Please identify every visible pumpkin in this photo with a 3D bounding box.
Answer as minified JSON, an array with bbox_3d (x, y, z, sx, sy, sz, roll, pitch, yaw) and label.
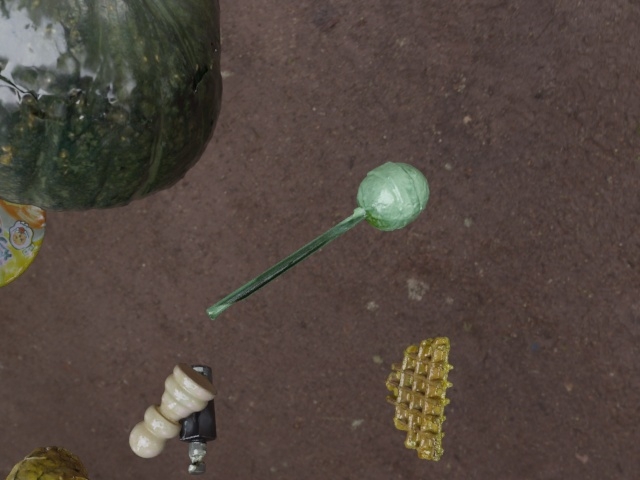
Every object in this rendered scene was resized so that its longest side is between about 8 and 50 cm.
[{"bbox_3d":[-0.236,-0.199,0.575,0.257,0.292,0.327,-36,67,53],"label":"pumpkin"}]

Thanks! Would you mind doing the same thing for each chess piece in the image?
[{"bbox_3d":[-0.271,0.315,1.098,0.094,0.170,0.094,36,175,3],"label":"chess piece"}]

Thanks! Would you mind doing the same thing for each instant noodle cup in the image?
[{"bbox_3d":[-0.661,-0.042,1.079,0.200,0.264,0.264,2,124,25],"label":"instant noodle cup"}]

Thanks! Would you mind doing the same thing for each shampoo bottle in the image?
[{"bbox_3d":[-0.242,0.350,1.198,0.057,0.207,0.063,-20,147,20],"label":"shampoo bottle"}]

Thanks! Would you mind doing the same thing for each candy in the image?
[{"bbox_3d":[0.000,0.000,1.020,0.119,0.440,0.119,50,161,24],"label":"candy"}]

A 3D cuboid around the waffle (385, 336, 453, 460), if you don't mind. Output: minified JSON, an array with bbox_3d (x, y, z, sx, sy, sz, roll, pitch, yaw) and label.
[{"bbox_3d":[0.180,0.267,1.023,0.161,0.046,0.191,-38,60,38],"label":"waffle"}]

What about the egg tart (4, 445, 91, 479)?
[{"bbox_3d":[-0.553,0.581,1.279,0.116,0.294,0.294,-13,117,17],"label":"egg tart"}]
